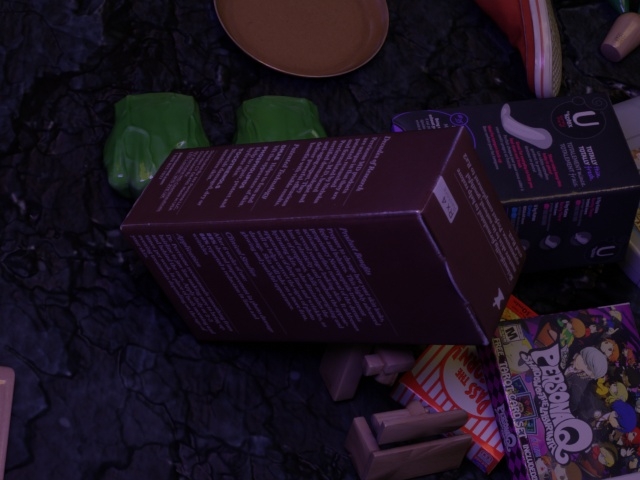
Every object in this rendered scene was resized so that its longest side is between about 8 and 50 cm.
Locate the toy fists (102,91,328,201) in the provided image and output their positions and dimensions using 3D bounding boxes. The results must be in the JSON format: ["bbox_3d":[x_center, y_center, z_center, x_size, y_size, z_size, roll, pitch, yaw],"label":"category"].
[{"bbox_3d":[-0.119,-0.093,1.784,0.279,0.096,0.142,1,49,-13],"label":"toy fists"}]

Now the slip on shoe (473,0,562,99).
[{"bbox_3d":[0.257,-0.331,2.034,0.101,0.123,0.331,-19,67,11],"label":"slip on shoe"}]

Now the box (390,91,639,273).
[{"bbox_3d":[0.225,-0.062,1.785,0.270,0.143,0.165,-6,50,-5],"label":"box"}]

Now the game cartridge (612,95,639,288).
[{"bbox_3d":[0.437,-0.051,1.934,0.198,0.062,0.297,-19,66,-29],"label":"game cartridge"}]

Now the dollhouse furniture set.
[{"bbox_3d":[0.090,0.163,1.669,0.123,0.144,0.151,-7,47,-24],"label":"dollhouse furniture set"}]

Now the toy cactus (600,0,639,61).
[{"bbox_3d":[0.460,-0.321,2.086,0.219,0.112,0.180,41,67,1],"label":"toy cactus"}]

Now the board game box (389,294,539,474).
[{"bbox_3d":[0.196,0.155,1.744,0.147,0.045,0.193,38,57,9],"label":"board game box"}]

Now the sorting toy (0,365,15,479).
[{"bbox_3d":[-0.423,0.213,1.550,0.193,0.038,0.208,7,53,-11],"label":"sorting toy"}]

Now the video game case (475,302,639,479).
[{"bbox_3d":[0.294,0.195,1.705,0.210,0.042,0.232,-5,74,-29],"label":"video game case"}]

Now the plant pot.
[{"bbox_3d":[-0.028,-0.302,1.972,0.236,0.032,0.236,7,58,-12],"label":"plant pot"}]

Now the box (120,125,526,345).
[{"bbox_3d":[0.000,0.000,1.577,0.381,0.191,0.143,0,45,35],"label":"box"}]
